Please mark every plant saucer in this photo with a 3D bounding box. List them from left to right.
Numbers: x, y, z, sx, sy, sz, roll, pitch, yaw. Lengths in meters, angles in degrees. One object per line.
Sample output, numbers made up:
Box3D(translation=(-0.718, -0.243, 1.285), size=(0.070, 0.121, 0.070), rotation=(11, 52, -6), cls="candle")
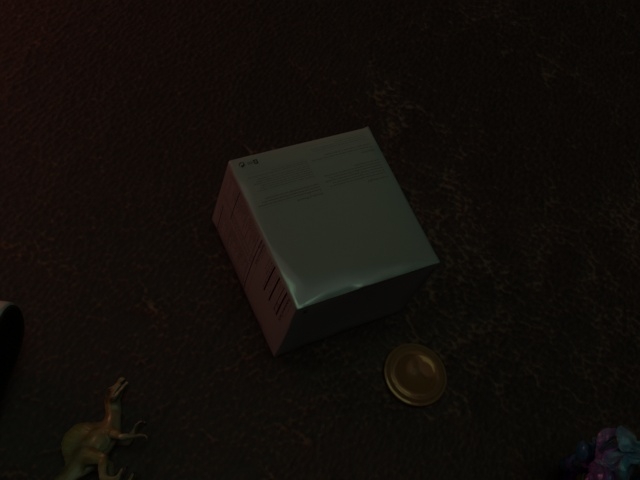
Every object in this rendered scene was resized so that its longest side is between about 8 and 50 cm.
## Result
Box3D(translation=(0.119, 0.168, 1.122), size=(0.083, 0.013, 0.083), rotation=(7, 61, -12), cls="plant saucer")

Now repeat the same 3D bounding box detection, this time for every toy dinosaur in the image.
Box3D(translation=(-0.246, 0.237, 0.973), size=(0.092, 0.053, 0.183), rotation=(22, 50, 16), cls="toy dinosaur")

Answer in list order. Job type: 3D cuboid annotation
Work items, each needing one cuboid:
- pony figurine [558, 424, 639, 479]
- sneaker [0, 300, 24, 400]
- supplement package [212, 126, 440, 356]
Box3D(translation=(0.307, 0.339, 0.922), size=(0.303, 0.363, 0.351), rotation=(41, 74, -2), cls="pony figurine")
Box3D(translation=(-0.413, 0.191, 0.927), size=(0.123, 0.106, 0.290), rotation=(7, 56, 8), cls="sneaker")
Box3D(translation=(0.000, 0.000, 1.102), size=(0.194, 0.149, 0.203), rotation=(-17, 67, -23), cls="supplement package")
